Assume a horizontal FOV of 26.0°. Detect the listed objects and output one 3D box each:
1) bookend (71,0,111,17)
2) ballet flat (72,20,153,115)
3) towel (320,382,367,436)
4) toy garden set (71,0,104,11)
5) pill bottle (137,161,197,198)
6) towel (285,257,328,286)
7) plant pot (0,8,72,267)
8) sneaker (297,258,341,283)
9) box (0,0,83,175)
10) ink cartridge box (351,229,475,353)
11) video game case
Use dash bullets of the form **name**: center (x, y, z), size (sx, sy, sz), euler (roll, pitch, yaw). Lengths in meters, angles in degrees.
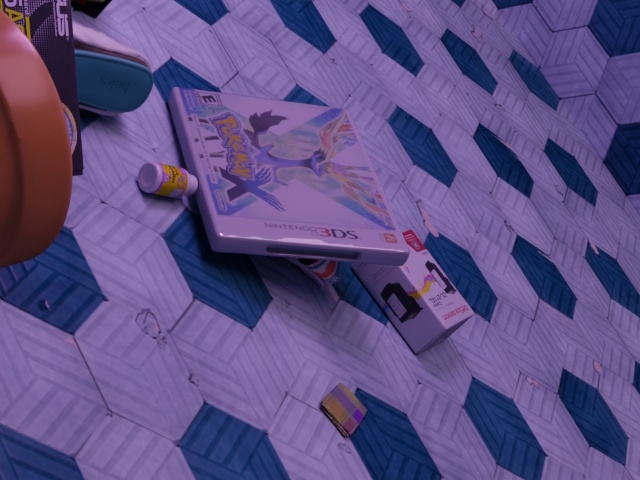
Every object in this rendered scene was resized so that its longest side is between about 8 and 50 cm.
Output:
- **bookend**: center (-0.328, -0.447, 2.082), size (0.072, 0.157, 0.156), euler (26, 35, -38)
- **ballet flat**: center (-0.387, -0.256, 1.807), size (0.400, 0.139, 0.139), euler (14, 43, -55)
- **towel**: center (0.031, 0.230, 1.893), size (0.060, 0.009, 0.083), euler (48, 26, 0)
- **toy garden set**: center (-0.383, -0.342, 1.882), size (0.244, 0.204, 0.049), euler (5, 94, -53)
- **pill bottle**: center (-0.208, -0.082, 1.906), size (0.083, 0.043, 0.043), euler (10, 46, -51)
- **towel**: center (-0.041, -0.027, 2.105), size (0.144, 0.029, 0.197), euler (33, 30, -22)
- **plant pot**: center (-0.417, -0.088, 1.377), size (0.203, 0.291, 0.291), euler (-24, 74, -46)
- **sneaker**: center (0.000, 0.000, 2.048), size (0.075, 0.057, 0.161), euler (47, 21, -33)
- **box**: center (-0.379, -0.201, 1.620), size (0.216, 0.060, 0.270), euler (-11, 100, -56)
- **ink cartridge box**: center (0.148, 0.079, 2.193), size (0.175, 0.072, 0.127), euler (53, 27, 10)
- **video game case**: center (-0.051, -0.097, 2.033), size (0.300, 0.036, 0.329), euler (5, 42, -25)
